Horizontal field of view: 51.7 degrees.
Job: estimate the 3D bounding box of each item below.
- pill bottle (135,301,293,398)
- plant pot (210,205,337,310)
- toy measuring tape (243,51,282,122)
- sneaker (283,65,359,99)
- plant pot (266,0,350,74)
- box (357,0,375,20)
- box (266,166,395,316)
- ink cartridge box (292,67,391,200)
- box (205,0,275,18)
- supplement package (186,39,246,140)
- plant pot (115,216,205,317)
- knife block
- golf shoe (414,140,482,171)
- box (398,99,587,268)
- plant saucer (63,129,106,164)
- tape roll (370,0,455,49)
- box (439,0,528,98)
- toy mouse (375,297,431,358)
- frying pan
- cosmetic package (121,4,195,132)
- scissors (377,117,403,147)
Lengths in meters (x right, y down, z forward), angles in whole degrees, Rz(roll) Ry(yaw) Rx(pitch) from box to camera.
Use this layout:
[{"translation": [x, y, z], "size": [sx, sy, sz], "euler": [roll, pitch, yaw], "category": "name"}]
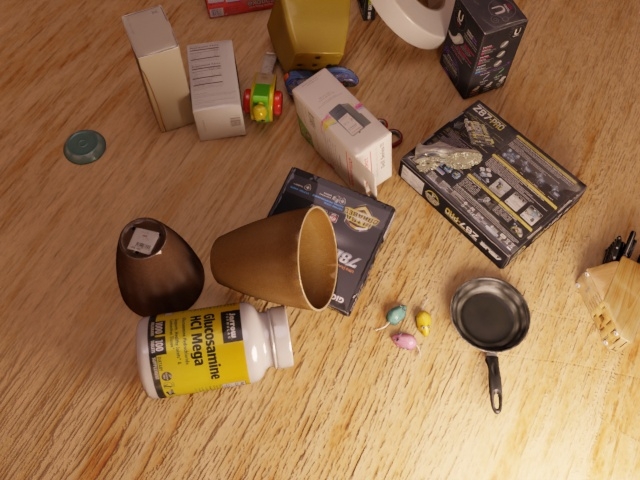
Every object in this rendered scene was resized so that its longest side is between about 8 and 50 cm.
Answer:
[{"translation": [-0.235, 0.242, 1.503], "size": [0.333, 0.188, 0.188], "euler": [-9, 63, -6], "category": "pill bottle"}, {"translation": [-0.117, 0.046, 1.533], "size": [0.254, 0.237, 0.237], "euler": [-3, 60, 23], "category": "plant pot"}, {"translation": [-0.160, -0.432, 1.927], "size": [0.121, 0.122, 0.330], "euler": [3, 40, 1], "category": "toy measuring tape"}, {"translation": [0.004, -0.452, 1.943], "size": [0.221, 0.083, 0.087], "euler": [-6, 76, 2], "category": "sneaker"}, {"translation": [-0.028, -0.596, 1.932], "size": [0.212, 0.212, 0.187], "euler": [-4, 77, -16], "category": "plant pot"}, {"translation": [0.137, -0.826, 2.072], "size": [0.045, 0.184, 0.191], "euler": [-9, 64, -7], "category": "box"}, {"translation": [0.000, 0.000, 1.667], "size": [0.295, 0.073, 0.294], "euler": [24, 77, 12], "category": "box"}, {"translation": [0.081, -0.261, 1.747], "size": [0.119, 0.207, 0.353], "euler": [-35, 65, -11], "category": "ink cartridge box"}, {"translation": [-0.226, -0.829, 2.084], "size": [0.299, 0.154, 0.142], "euler": [-13, 63, -7], "category": "box"}, {"translation": [-0.297, -0.429, 1.880], "size": [0.133, 0.139, 0.244], "euler": [-8, 63, -4], "category": "supplement package"}, {"translation": [-0.399, 0.048, 1.578], "size": [0.215, 0.230, 0.216], "euler": [1, 63, -1], "category": "plant pot"}, {"translation": [0.782, 0.118, 1.645], "size": [0.241, 0.088, 0.276], "euler": [-13, 63, -7], "category": "knife block"}, {"translation": [0.334, -0.233, 1.732], "size": [0.176, 0.069, 0.086], "euler": [-1, 55, -1], "category": "golf shoe"}, {"translation": [0.457, -0.162, 1.782], "size": [0.318, 0.097, 0.395], "euler": [-39, 69, -17], "category": "box"}, {"translation": [-0.665, -0.268, 1.855], "size": [0.119, 0.021, 0.120], "euler": [1, 62, -1], "category": "plant saucer"}, {"translation": [0.281, -0.765, 1.987], "size": [0.391, 0.072, 0.392], "euler": [17, 62, -34], "category": "tape roll"}, {"translation": [0.461, -0.567, 1.894], "size": [0.143, 0.270, 0.165], "euler": [-21, 65, -11], "category": "box"}, {"translation": [0.204, 0.210, 1.617], "size": [0.143, 0.031, 0.161], "euler": [-1, 63, -2], "category": "toy mouse"}, {"translation": [0.435, 0.239, 1.596], "size": [0.197, 0.053, 0.326], "euler": [-16, 66, -9], "category": "frying pan"}, {"translation": [-0.432, -0.457, 1.796], "size": [0.113, 0.309, 0.160], "euler": [-21, 64, -11], "category": "cosmetic package"}, {"translation": [0.127, -0.226, 1.854], "size": [0.109, 0.021, 0.297], "euler": [31, 67, 13], "category": "scissors"}]
